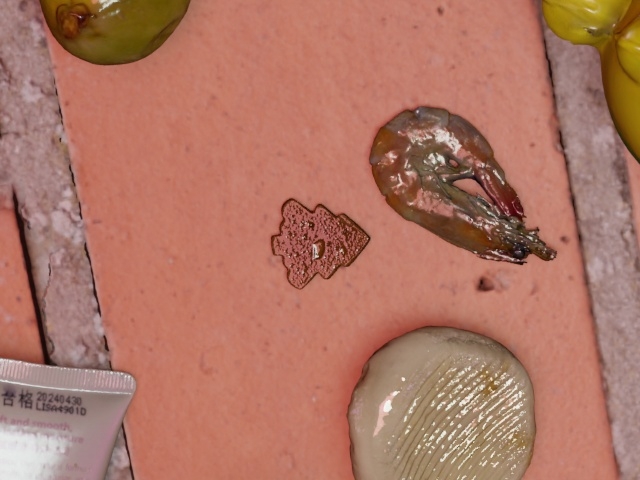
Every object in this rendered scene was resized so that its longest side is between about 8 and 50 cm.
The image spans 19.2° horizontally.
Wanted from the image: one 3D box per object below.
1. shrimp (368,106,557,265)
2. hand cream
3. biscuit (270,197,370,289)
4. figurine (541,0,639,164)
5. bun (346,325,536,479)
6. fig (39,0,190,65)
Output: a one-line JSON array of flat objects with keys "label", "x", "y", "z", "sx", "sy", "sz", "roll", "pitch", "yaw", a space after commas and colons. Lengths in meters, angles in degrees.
[{"label": "shrimp", "x": 0.126, "y": -0.041, "z": 1.643, "sx": 0.190, "sy": 0.042, "sz": 0.101, "roll": 37, "pitch": 96, "yaw": 7}, {"label": "hand cream", "x": -0.290, "y": 0.284, "z": 1.748, "sx": 0.185, "sy": 0.118, "sz": 0.359, "roll": 9, "pitch": 96, "yaw": -12}, {"label": "biscuit", "x": 0.000, "y": 0.000, "z": 1.690, "sx": 0.092, "sy": 0.016, "sz": 0.082, "roll": -8, "pitch": 90, "yaw": 13}, {"label": "figurine", "x": 0.321, "y": -0.115, "z": 1.432, "sx": 0.323, "sy": 0.340, "sz": 0.231, "roll": 29, "pitch": 103, "yaw": 10}, {"label": "bun", "x": 0.098, "y": 0.159, "z": 1.643, "sx": 0.183, "sy": 0.102, "sz": 0.183, "roll": -5, "pitch": 103, "yaw": -21}, {"label": "fig", "x": -0.179, "y": -0.226, "z": 1.656, "sx": 0.136, "sy": 0.121, "sz": 0.153, "roll": 0, "pitch": 74, "yaw": 19}]
